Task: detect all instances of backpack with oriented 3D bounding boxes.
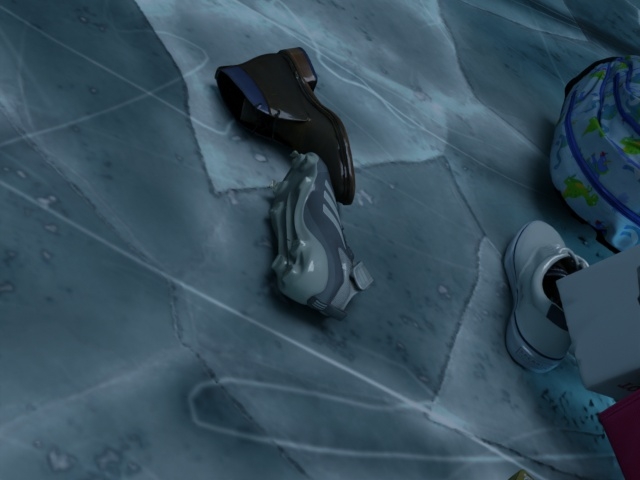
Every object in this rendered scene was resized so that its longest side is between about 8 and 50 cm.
[{"bbox_3d":[0.460,-0.114,1.402,0.290,0.273,0.355,45,46,0],"label":"backpack"}]

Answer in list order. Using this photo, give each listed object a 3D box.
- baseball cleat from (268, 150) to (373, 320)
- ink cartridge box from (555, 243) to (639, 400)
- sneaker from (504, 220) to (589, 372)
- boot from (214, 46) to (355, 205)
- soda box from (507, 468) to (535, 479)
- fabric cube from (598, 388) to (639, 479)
[{"bbox_3d":[0.000,0.000,0.988,0.109,0.072,0.206,37,35,-26],"label":"baseball cleat"},{"bbox_3d":[0.432,0.062,0.980,0.226,0.306,0.131,22,49,-41],"label":"ink cartridge box"},{"bbox_3d":[0.274,0.046,1.144,0.094,0.091,0.258,30,34,-10],"label":"sneaker"},{"bbox_3d":[-0.040,-0.122,1.101,0.106,0.082,0.219,-11,57,-22],"label":"boot"},{"bbox_3d":[0.210,0.283,0.826,0.181,0.061,0.058,42,34,7],"label":"soda box"},{"bbox_3d":[0.449,0.224,0.844,0.254,0.259,0.258,20,43,-38],"label":"fabric cube"}]
